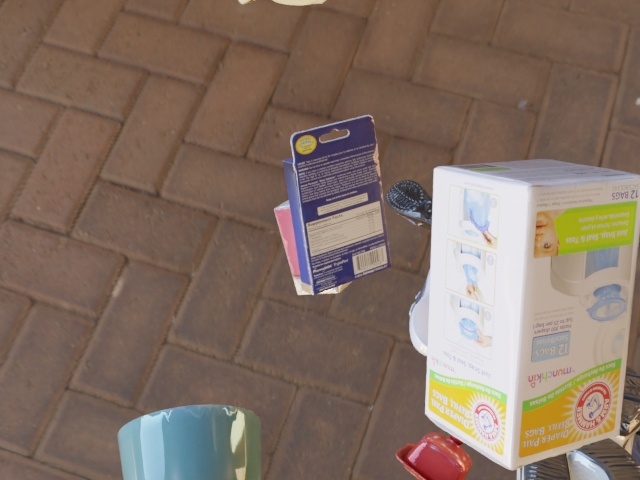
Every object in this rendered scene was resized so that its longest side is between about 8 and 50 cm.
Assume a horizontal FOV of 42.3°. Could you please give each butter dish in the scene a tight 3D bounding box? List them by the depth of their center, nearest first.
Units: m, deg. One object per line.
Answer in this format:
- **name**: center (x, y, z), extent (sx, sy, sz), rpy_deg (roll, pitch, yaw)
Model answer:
- **butter dish**: center (0.260, 0.455, 1.744), extent (0.160, 0.160, 0.118), rpy_deg (37, 98, 19)

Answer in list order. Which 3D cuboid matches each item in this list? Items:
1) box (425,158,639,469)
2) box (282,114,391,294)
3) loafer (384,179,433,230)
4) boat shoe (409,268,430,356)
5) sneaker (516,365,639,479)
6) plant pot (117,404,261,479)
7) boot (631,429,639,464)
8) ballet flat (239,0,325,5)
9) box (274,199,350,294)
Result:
- **box**: center (0.154, 0.048, 0.617), extent (0.114, 0.103, 0.203), rpy_deg (-6, 105, -29)
- **box**: center (0.024, -0.052, 1.136), extent (0.136, 0.036, 0.225), rpy_deg (-18, 112, -28)
- **loafer**: center (0.220, -0.057, 1.750), extent (0.080, 0.078, 0.220), rpy_deg (-45, 43, -7)
- **boat shoe**: center (0.224, 0.153, 1.648), extent (0.108, 0.102, 0.301), rpy_deg (23, 31, -1)
- **sneaker**: center (0.273, 0.306, 0.949), extent (0.169, 0.447, 0.257), rpy_deg (10, 110, 13)
- **plant pot**: center (-0.250, 0.489, 1.648), extent (0.293, 0.293, 0.235), rpy_deg (-9, 60, -3)
- **boot**: center (0.455, 0.380, 1.360), extent (0.263, 0.091, 0.229), rpy_deg (13, 40, 22)
- **ballet flat**: center (0.005, -0.290, 0.877), extent (0.248, 0.086, 0.086), rpy_deg (-19, 68, -35)
- **box**: center (0.000, 0.000, 2.034), extent (0.127, 0.148, 0.232), rpy_deg (-5, 109, 33)
